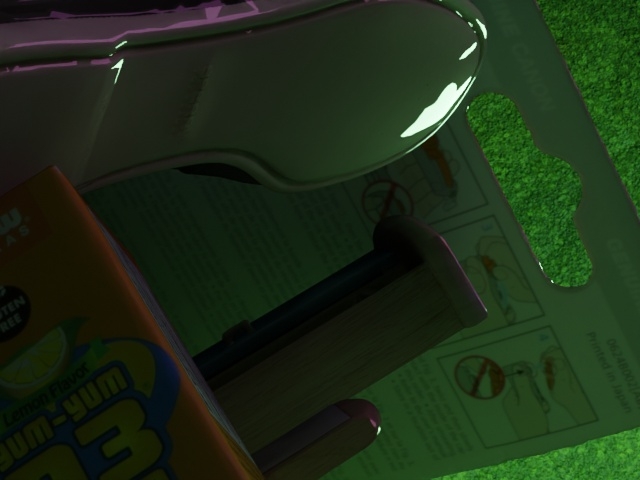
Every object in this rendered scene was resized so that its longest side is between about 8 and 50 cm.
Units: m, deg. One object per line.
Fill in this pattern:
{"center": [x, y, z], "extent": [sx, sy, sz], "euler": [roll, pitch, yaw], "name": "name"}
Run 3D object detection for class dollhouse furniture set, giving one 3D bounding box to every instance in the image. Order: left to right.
{"center": [-0.088, -0.043, 0.628], "extent": [0.303, 0.198, 0.286], "euler": [58, -7, -4], "name": "dollhouse furniture set"}

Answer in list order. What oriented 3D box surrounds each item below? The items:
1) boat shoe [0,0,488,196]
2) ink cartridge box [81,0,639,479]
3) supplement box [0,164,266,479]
{"center": [-0.056, -0.076, 0.525], "extent": [0.095, 0.112, 0.335], "euler": [45, 33, 23], "name": "boat shoe"}
{"center": [0.000, 0.000, 0.830], "extent": [0.308, 0.385, 0.091], "euler": [61, 30, -17], "name": "ink cartridge box"}
{"center": [-0.046, 0.093, 0.398], "extent": [0.233, 0.078, 0.080], "euler": [54, -4, 29], "name": "supplement box"}
